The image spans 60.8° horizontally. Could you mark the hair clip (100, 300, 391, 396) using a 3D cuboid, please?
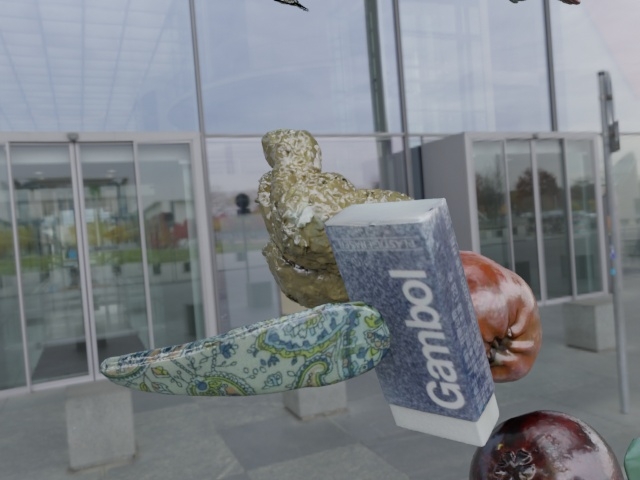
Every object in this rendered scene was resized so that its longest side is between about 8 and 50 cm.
[{"bbox_3d":[-0.059,0.090,0.414,0.229,0.065,0.036,-9,24,4],"label":"hair clip"}]

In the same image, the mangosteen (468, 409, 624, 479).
[{"bbox_3d":[0.374,0.398,0.868,0.262,0.235,0.236,33,-20,-31],"label":"mangosteen"}]

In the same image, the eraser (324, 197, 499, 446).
[{"bbox_3d":[0.080,0.068,0.451,0.092,0.212,0.046,-1,28,41],"label":"eraser"}]

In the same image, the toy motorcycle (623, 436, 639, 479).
[{"bbox_3d":[0.446,0.316,0.488,0.200,0.326,0.191,-12,-20,-36],"label":"toy motorcycle"}]

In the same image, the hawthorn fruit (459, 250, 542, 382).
[{"bbox_3d":[0.287,0.147,1.060,0.285,0.284,0.284,-4,1,0],"label":"hawthorn fruit"}]

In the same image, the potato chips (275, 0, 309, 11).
[{"bbox_3d":[-0.110,-0.383,0.774,0.142,0.209,0.026,-31,-19,-50],"label":"potato chips"}]

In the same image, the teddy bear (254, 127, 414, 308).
[{"bbox_3d":[0.000,0.000,0.787,0.267,0.156,0.256,33,-27,19],"label":"teddy bear"}]

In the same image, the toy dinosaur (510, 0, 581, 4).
[{"bbox_3d":[0.323,-0.470,0.959,0.242,0.053,0.167,14,15,-33],"label":"toy dinosaur"}]
